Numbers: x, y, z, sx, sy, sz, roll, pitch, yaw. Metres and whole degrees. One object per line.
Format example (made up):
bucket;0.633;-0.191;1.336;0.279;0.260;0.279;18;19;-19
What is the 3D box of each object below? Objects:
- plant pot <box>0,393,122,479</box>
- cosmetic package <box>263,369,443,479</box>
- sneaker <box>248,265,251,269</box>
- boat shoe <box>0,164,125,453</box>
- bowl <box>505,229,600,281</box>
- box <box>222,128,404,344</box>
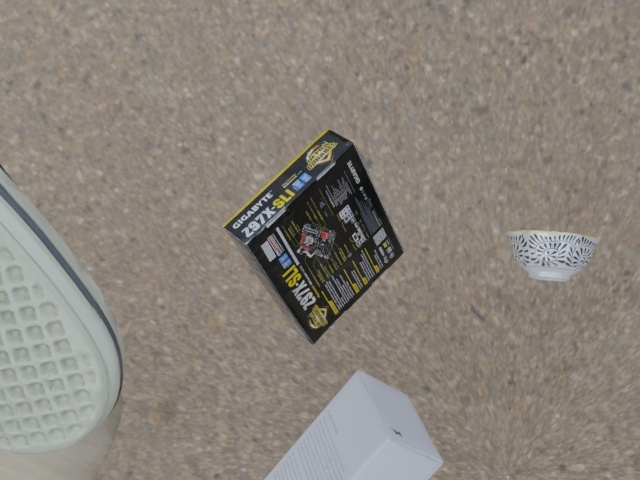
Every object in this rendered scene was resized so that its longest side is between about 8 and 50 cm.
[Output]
plant pot;-0.508;0.302;1.447;0.274;0.256;0.256;33;82;-24
cosmetic package;0.027;0.528;1.884;0.453;0.162;0.230;-51;29;15
sneaker;-0.055;-0.005;1.742;0.225;0.093;0.088;-37;30;25
boat shoe;-0.311;-0.064;0.590;0.500;0.156;0.186;40;113;4
bowl;0.422;0.032;1.631;0.170;0.170;0.080;5;83;13
box;0.000;0.000;1.580;0.257;0.322;0.079;-43;48;-12
